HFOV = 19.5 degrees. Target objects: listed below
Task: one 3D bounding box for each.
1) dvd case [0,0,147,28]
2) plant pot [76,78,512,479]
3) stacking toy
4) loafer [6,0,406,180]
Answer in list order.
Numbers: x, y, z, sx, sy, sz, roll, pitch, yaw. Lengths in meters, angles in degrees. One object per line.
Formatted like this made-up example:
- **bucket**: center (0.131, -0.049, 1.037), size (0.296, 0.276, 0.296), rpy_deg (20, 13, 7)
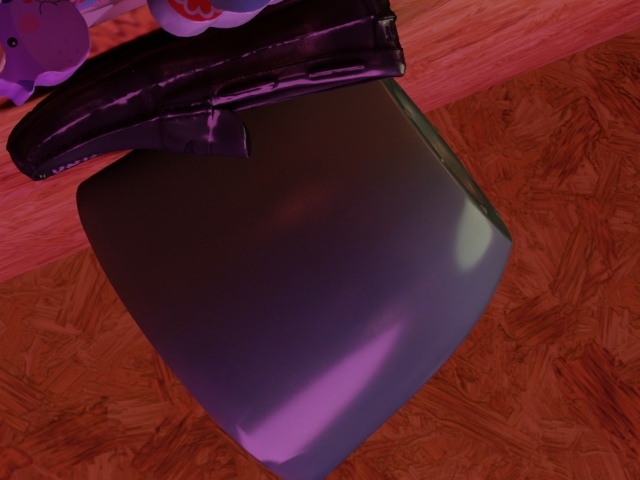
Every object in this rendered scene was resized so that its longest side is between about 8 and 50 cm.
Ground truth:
- **dvd case**: center (-0.123, -0.085, 0.631), size (0.180, 0.022, 0.253), rpy_deg (-23, 179, -10)
- **plant pot**: center (0.000, 0.000, 1.402), size (0.235, 0.293, 0.293), rpy_deg (-38, 177, 9)
- **stacking toy**: center (-0.061, -0.074, 0.569), size (0.221, 0.052, 0.167), rpy_deg (-25, 180, -21)
- **loafer**: center (-0.062, -0.078, 1.008), size (0.223, 0.078, 0.076), rpy_deg (-24, 179, 3)
